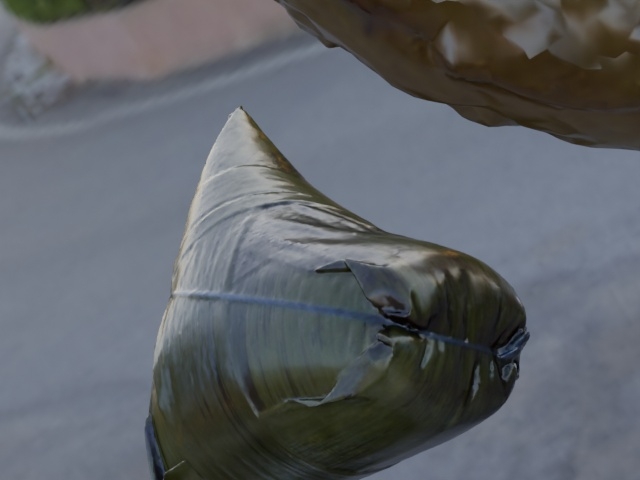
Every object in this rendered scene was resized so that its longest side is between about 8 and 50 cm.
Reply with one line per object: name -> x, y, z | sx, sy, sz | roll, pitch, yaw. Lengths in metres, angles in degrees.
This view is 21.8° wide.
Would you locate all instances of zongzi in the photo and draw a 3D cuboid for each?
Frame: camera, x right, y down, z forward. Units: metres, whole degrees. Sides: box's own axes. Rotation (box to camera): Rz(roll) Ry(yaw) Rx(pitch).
zongzi -> 0.000, 0.000, 0.980 | 0.286, 0.138, 0.300 | -36, 45, 50

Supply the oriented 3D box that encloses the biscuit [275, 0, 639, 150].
biscuit -> 0.084, -0.155, 0.324 | 0.296, 0.296, 0.075 | -30, 6, 14
